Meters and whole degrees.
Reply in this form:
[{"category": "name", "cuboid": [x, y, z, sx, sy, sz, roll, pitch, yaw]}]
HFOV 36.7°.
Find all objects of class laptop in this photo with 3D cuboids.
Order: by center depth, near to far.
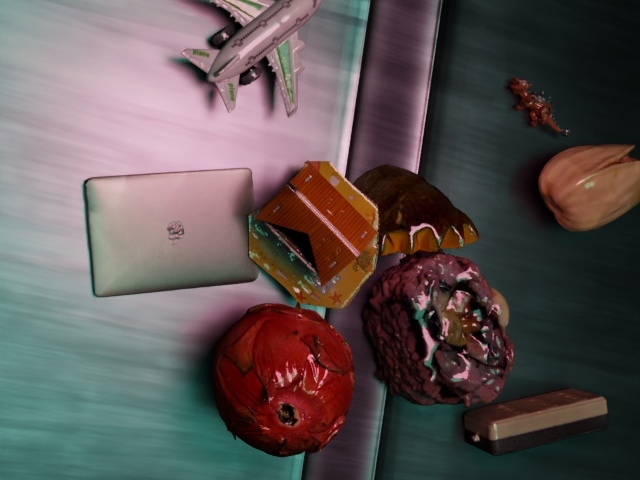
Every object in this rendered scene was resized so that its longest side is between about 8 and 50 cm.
[{"category": "laptop", "cuboid": [-0.230, -0.014, 1.523, 0.269, 0.015, 0.188, -5, 94, -21]}]

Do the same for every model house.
[{"category": "model house", "cuboid": [0.000, 0.000, 1.497, 0.207, 0.136, 0.219, -43, 91, 1]}]

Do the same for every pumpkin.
[{"category": "pumpkin", "cuboid": [0.155, -0.056, 1.614, 0.253, 0.130, 0.149, -8, 95, -20]}]

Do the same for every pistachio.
[{"category": "pistachio", "cuboid": [0.495, -0.106, 1.732, 0.229, 0.157, 0.157, -22, 99, -26]}]

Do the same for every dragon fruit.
[{"category": "dragon fruit", "cuboid": [-0.056, 0.211, 1.479, 0.240, 0.252, 0.241, -1, 133, -1]}]

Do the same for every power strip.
[{"category": "power strip", "cuboid": [0.382, 0.322, 1.727, 0.256, 0.105, 0.070, -9, 94, -21]}]

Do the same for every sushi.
[{"category": "sushi", "cuboid": [0.211, 0.143, 1.620, 0.236, 0.171, 0.270, -17, 93, -20]}]

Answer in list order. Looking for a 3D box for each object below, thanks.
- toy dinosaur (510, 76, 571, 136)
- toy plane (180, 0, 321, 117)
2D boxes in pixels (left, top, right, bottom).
[{"category": "toy dinosaur", "cuboid": [0.397, -0.238, 1.747, 0.154, 0.049, 0.055, 41, 74, -13]}, {"category": "toy plane", "cuboid": [-0.094, -0.324, 1.524, 0.255, 0.101, 0.251, -44, 106, -19]}]
